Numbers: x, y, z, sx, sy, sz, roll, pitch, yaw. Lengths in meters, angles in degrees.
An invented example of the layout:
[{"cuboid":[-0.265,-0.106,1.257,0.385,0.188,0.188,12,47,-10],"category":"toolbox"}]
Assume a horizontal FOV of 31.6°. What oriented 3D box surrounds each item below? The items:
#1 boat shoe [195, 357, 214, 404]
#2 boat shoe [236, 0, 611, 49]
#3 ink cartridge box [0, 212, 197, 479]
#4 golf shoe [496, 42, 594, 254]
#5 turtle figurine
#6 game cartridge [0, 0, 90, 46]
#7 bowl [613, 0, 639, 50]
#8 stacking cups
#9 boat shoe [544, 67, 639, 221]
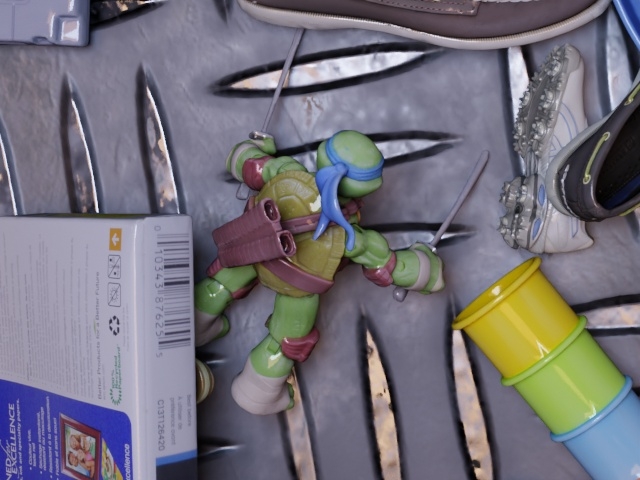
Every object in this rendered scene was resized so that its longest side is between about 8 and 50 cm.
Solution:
[{"cuboid":[-0.137,0.120,0.985,0.153,0.048,0.056,-14,82,46],"category":"boat shoe"},{"cuboid":[0.078,-0.232,0.918,0.325,0.096,0.116,6,67,11],"category":"boat shoe"},{"cuboid":[-0.220,0.127,0.991,0.307,0.072,0.303,3,97,49],"category":"ink cartridge box"},{"cuboid":[0.206,-0.074,0.949,0.086,0.069,0.176,9,98,-13],"category":"golf shoe"},{"cuboid":[0.000,0.000,0.964,0.198,0.274,0.266,27,120,-15],"category":"turtle figurine"},{"cuboid":[-0.348,-0.279,1.029,0.294,0.060,0.196,4,99,10],"category":"game cartridge"},{"cuboid":[0.378,-0.233,0.730,0.391,0.077,0.391,14,115,32],"category":"bowl"},{"cuboid":[0.243,0.163,0.933,0.096,0.096,0.316,-40,86,11],"category":"stacking cups"},{"cuboid":[0.278,-0.101,0.895,0.081,0.069,0.227,44,86,-18],"category":"boat shoe"}]
